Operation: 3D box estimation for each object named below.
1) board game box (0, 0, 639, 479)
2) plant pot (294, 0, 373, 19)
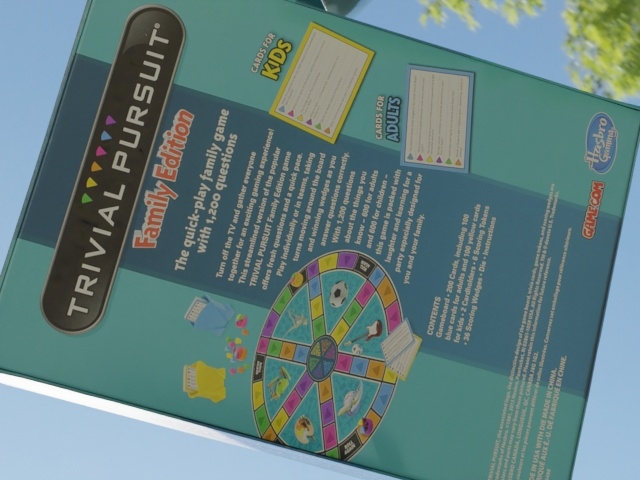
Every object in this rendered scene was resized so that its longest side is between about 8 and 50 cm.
[{"bbox_3d":[0.000,0.000,0.740,0.336,0.079,0.254,16,-104,-7],"label":"board game box"},{"bbox_3d":[0.009,-0.367,1.180,0.195,0.290,0.290,-34,-60,-1],"label":"plant pot"}]
